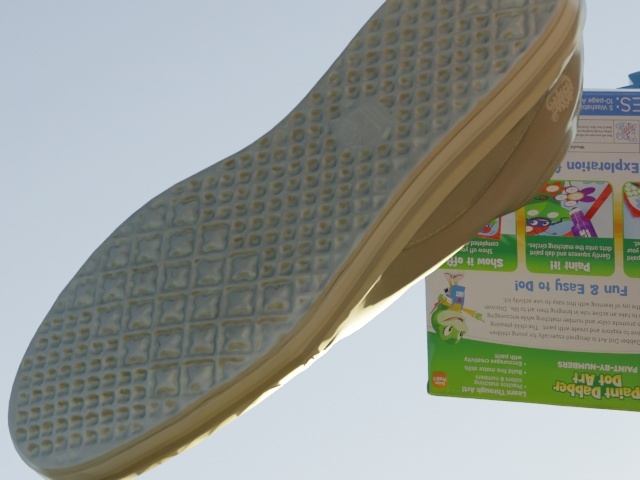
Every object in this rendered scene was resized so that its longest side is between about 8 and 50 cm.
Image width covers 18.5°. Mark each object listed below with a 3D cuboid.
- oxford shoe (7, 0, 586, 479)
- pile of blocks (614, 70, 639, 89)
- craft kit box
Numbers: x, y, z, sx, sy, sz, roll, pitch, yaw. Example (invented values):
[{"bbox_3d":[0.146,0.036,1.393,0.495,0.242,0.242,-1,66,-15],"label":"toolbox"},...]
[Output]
[{"bbox_3d":[0.000,0.000,1.218,0.449,0.169,0.130,-43,-36,-4],"label":"oxford shoe"},{"bbox_3d":[0.289,-0.115,1.750,0.149,0.362,0.112,8,-51,30],"label":"pile of blocks"},{"bbox_3d":[0.200,0.005,1.510,0.250,0.246,0.061,3,8,28],"label":"craft kit box"}]
